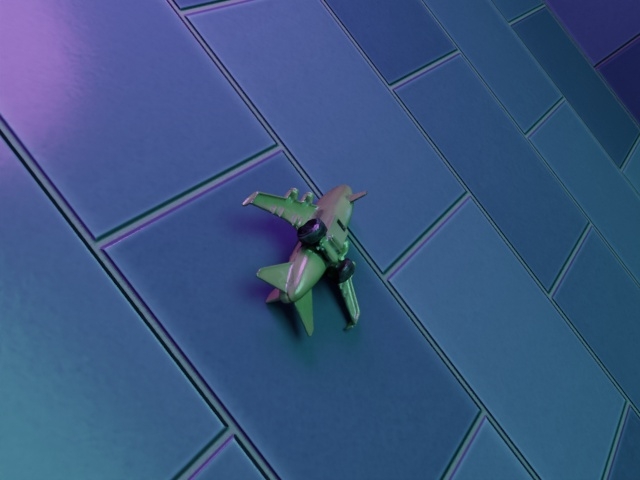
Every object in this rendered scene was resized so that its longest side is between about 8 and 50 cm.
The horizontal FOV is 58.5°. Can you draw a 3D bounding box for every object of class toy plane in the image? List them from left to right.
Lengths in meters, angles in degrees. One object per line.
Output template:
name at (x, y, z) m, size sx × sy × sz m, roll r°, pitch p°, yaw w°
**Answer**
toy plane at (0.000, 0.000, 0.759) m, size 0.229 × 0.092 × 0.244 m, roll 51°, pitch 47°, yaw -23°
